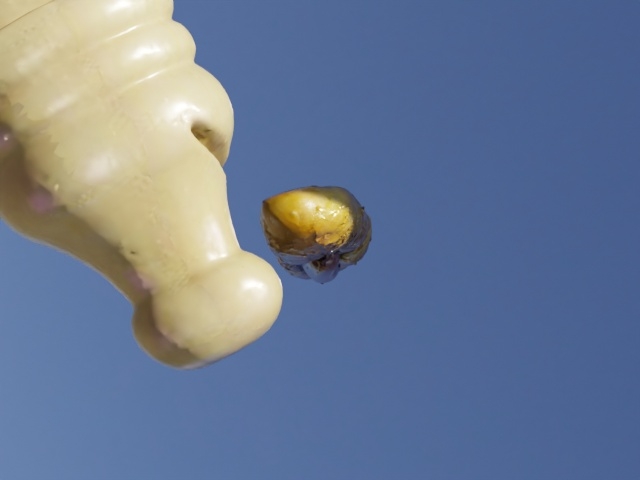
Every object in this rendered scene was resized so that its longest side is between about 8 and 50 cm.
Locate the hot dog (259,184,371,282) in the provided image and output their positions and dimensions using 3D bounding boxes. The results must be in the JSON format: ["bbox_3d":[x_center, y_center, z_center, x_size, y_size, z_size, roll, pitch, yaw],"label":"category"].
[{"bbox_3d":[0.000,0.000,1.091,0.216,0.066,0.047,93,-16,-84],"label":"hot dog"}]

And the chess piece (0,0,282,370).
[{"bbox_3d":[-0.123,-0.078,0.816,0.307,0.138,0.124,61,-14,1],"label":"chess piece"}]
